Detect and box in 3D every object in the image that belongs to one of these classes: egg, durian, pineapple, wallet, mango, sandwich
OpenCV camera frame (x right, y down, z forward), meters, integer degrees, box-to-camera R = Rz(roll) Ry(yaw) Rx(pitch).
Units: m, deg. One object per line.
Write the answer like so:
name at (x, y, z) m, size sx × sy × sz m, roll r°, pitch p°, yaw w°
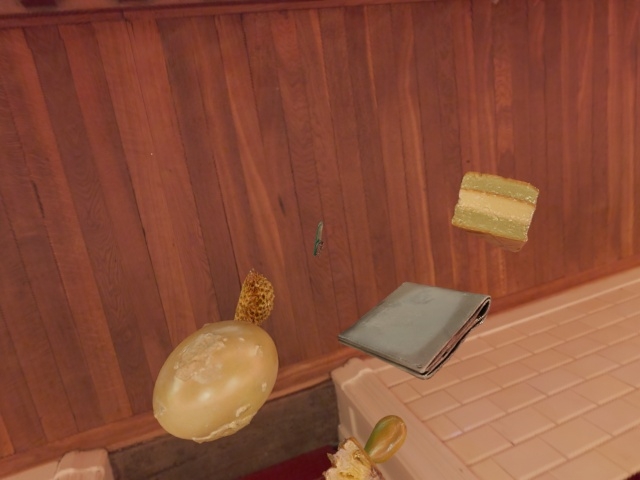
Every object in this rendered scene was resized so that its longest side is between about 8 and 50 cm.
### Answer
egg at (-0.159, 0.211, 0.687) m, size 0.201 × 0.164 × 0.164 m, roll -37°, pitch 111°, yaw -26°
durian at (-0.250, 0.228, 1.622) m, size 0.144 × 0.139 × 0.252 m, roll 9°, pitch 86°, yaw -27°
pineapple at (0.077, 0.478, 0.779) m, size 0.135 × 0.079 × 0.233 m, roll -41°, pitch 66°, yaw -7°
wallet at (0.219, 0.192, 1.039) m, size 0.290 × 0.251 × 0.054 m, roll -32°, pitch 115°, yaw -33°
mango at (0.302, 0.939, 2.099) m, size 0.251 × 0.156 × 0.114 m, roll -45°, pitch 137°, yaw -16°
sandwich at (0.354, -0.054, 0.915) m, size 0.144 × 0.187 × 0.117 m, roll 17°, pitch 87°, yaw 19°

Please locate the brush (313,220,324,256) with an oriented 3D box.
brush at (0.000, 0.000, 1.731) m, size 0.043 × 0.032 × 0.193 m, roll -46°, pitch 158°, yaw -36°
